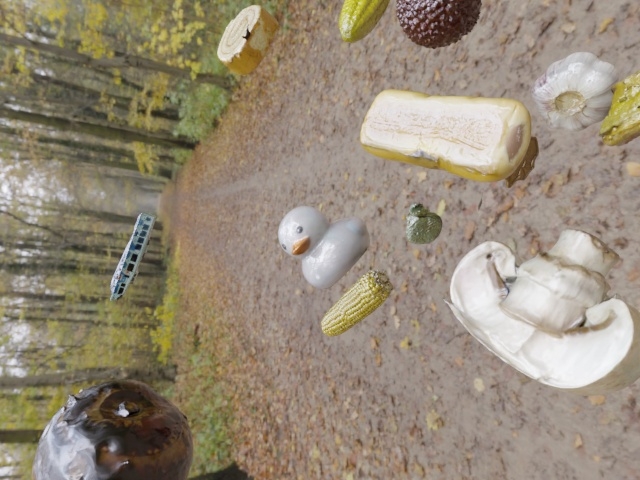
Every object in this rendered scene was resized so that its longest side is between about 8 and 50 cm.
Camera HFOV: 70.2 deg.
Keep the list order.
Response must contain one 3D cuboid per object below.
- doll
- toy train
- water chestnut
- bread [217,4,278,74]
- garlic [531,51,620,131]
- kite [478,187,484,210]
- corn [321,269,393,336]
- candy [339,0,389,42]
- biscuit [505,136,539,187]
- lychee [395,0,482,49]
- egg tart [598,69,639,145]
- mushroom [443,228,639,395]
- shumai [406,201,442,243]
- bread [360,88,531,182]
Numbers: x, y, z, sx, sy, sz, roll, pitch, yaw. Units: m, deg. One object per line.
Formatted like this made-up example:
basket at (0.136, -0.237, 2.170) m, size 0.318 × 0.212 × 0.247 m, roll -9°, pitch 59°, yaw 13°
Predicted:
doll at (0.000, 0.000, 1.146) m, size 0.251 × 0.221 × 0.221 m, roll -39°, pitch -30°, yaw -60°
toy train at (-0.417, 0.039, 1.010) m, size 0.207 × 0.047 × 0.043 m, roll -68°, pitch 18°, yaw 1°
water chestnut at (-0.395, 0.431, 0.884) m, size 0.300 × 0.300 × 0.300 m, roll -173°, pitch 90°, yaw -69°
bread at (-0.171, -0.455, 1.029) m, size 0.122 × 0.073 × 0.149 m, roll 28°, pitch 90°, yaw 44°
garlic at (0.828, -0.484, 1.438) m, size 0.245 × 0.253 × 0.245 m, roll 32°, pitch 146°, yaw 26°
kite at (0.513, -0.127, 1.460) m, size 0.044 × 0.002 × 0.078 m, roll -51°, pitch -35°, yaw -31°
corn at (0.107, 0.209, 1.444) m, size 0.305 × 0.106 × 0.106 m, roll -48°, pitch 37°, yaw 32°
candy at (0.091, -0.522, 1.046) m, size 0.199 × 0.094 × 0.106 m, roll -65°, pitch 5°, yaw -34°
biscuit at (0.790, -0.315, 1.837) m, size 0.034 × 0.182 × 0.215 m, roll -121°, pitch 35°, yaw -65°
lychee at (0.358, -0.721, 1.378) m, size 0.300 × 0.264 × 0.264 m, roll -58°, pitch -13°, yaw -64°
egg tart at (0.686, -0.303, 0.902) m, size 0.123 × 0.294 × 0.294 m, roll 59°, pitch 150°, yaw 6°
mushroom at (0.328, 0.097, 0.639) m, size 0.253 × 0.189 × 0.195 m, roll 35°, pitch 92°, yaw 42°
shumai at (0.223, -0.038, 1.016) m, size 0.083 × 0.082 × 0.080 m, roll -46°, pitch 14°, yaw 14°
bread at (0.216, -0.194, 0.821) m, size 0.305 × 0.091 × 0.142 m, roll 23°, pitch 91°, yaw 39°
